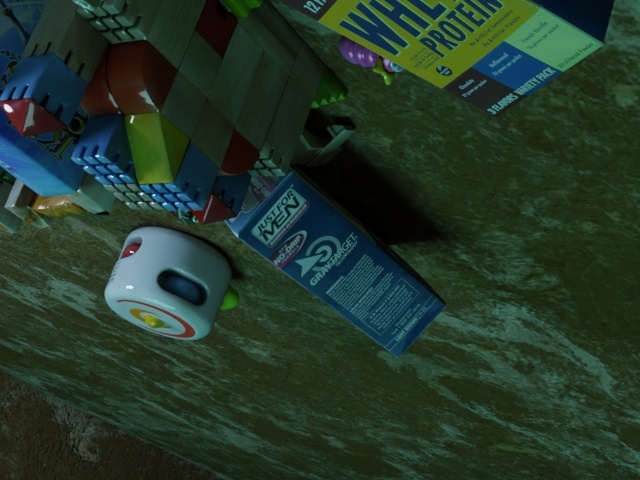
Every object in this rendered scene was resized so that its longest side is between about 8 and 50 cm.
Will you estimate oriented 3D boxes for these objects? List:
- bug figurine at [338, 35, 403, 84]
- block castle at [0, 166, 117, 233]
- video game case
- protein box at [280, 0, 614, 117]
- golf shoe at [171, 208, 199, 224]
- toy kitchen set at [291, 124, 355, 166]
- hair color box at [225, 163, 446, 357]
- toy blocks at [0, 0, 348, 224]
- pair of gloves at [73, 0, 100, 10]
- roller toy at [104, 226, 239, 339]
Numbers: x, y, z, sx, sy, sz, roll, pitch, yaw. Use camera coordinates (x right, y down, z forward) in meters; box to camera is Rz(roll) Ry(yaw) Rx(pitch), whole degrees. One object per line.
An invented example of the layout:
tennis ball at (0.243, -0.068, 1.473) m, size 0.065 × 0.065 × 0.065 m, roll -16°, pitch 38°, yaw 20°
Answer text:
bug figurine at (0.056, -0.205, 0.996) m, size 0.279 × 0.072 × 0.216 m, roll 38°, pitch 169°, yaw -39°
block castle at (-0.432, -0.166, 1.358) m, size 0.303 × 0.213 × 0.453 m, roll 33°, pitch 154°, yaw -35°
video game case at (-0.303, -0.215, 1.095) m, size 0.061 × 0.244 × 0.269 m, roll 0°, pitch 151°, yaw 38°
protein box at (0.101, -0.235, 0.792) m, size 0.201 × 0.200 × 0.136 m, roll 26°, pitch 156°, yaw -15°
golf shoe at (-0.213, -0.108, 1.460) m, size 0.120 × 0.105 × 0.273 m, roll 25°, pitch 158°, yaw 9°
toy kitchen set at (-0.009, -0.139, 1.331) m, size 0.068 × 0.075 × 0.083 m, roll -41°, pitch 165°, yaw 23°
hair color box at (0.000, 0.000, 1.437) m, size 0.347 × 0.105 × 0.174 m, roll 39°, pitch -175°, yaw -41°
toy blocks at (-0.144, -0.148, 1.103) m, size 0.190 × 0.261 × 0.381 m, roll 1°, pitch 152°, yaw 37°
pair of gloves at (-0.248, -0.302, 0.914) m, size 0.240 × 0.204 × 0.042 m, roll 33°, pitch 137°, yaw -23°
roller toy at (-0.258, 0.079, 1.856) m, size 0.209 × 0.146 × 0.191 m, roll 11°, pitch 156°, yaw 20°
